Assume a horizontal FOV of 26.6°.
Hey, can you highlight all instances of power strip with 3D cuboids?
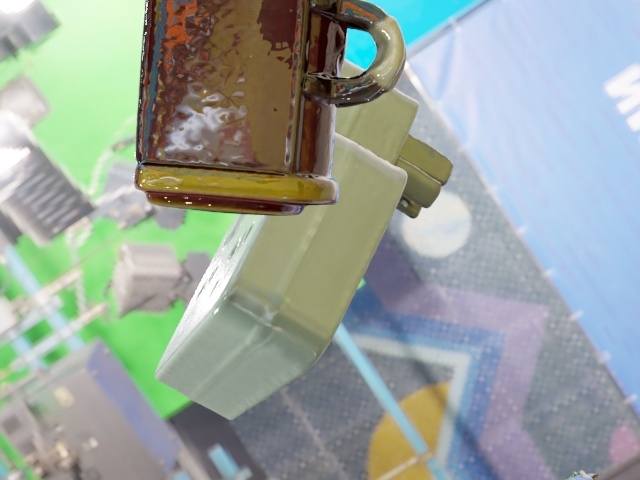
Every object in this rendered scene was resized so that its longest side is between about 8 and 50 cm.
[{"bbox_3d":[0.000,0.000,1.011,0.141,0.261,0.229,30,154,-8],"label":"power strip"}]

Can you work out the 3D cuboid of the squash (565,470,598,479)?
[{"bbox_3d":[0.070,0.203,0.490,0.133,0.220,0.220,45,-174,13],"label":"squash"}]

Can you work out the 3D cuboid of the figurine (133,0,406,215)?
[{"bbox_3d":[-0.015,-0.085,0.512,0.082,0.098,0.154,-3,-81,-81],"label":"figurine"}]
